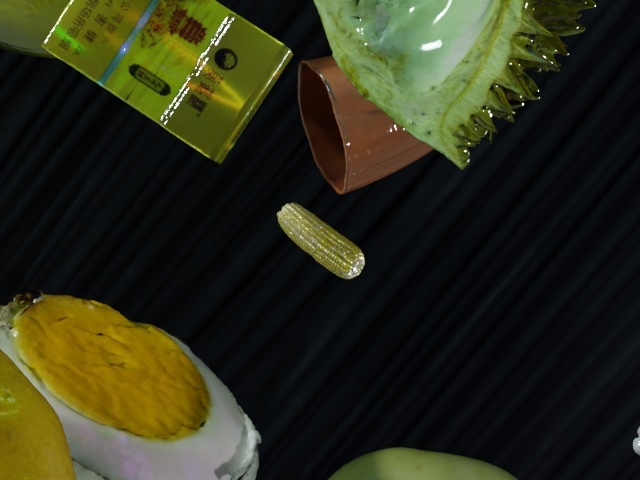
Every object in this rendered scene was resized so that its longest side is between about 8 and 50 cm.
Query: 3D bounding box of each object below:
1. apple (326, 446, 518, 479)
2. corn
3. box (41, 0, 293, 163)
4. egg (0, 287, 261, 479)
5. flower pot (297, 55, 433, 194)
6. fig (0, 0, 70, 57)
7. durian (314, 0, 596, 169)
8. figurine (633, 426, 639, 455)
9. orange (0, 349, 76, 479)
[{"bbox_3d":[0.128,0.433,1.308,0.357,0.357,0.357,36,14,-11],"label":"apple"},{"bbox_3d":[0.000,0.000,1.846,0.165,0.063,0.085,38,13,22],"label":"corn"},{"bbox_3d":[-0.137,-0.170,0.979,0.193,0.121,0.030,33,2,7],"label":"box"},{"bbox_3d":[-0.218,0.188,1.023,0.286,0.174,0.264,30,20,-27],"label":"egg"},{"bbox_3d":[0.076,-0.176,1.491,0.190,0.173,0.190,161,-90,-75],"label":"flower pot"},{"bbox_3d":[-0.333,-0.365,1.281,0.343,0.343,0.343,36,14,-11],"label":"fig"},{"bbox_3d":[0.071,-0.254,0.716,0.163,0.198,0.394,-29,94,-56],"label":"durian"},{"bbox_3d":[0.409,0.192,1.085,0.421,0.193,0.154,-15,91,-76],"label":"figurine"},{"bbox_3d":[-0.296,0.179,0.705,0.279,0.279,0.235,43,1,17],"label":"orange"}]
